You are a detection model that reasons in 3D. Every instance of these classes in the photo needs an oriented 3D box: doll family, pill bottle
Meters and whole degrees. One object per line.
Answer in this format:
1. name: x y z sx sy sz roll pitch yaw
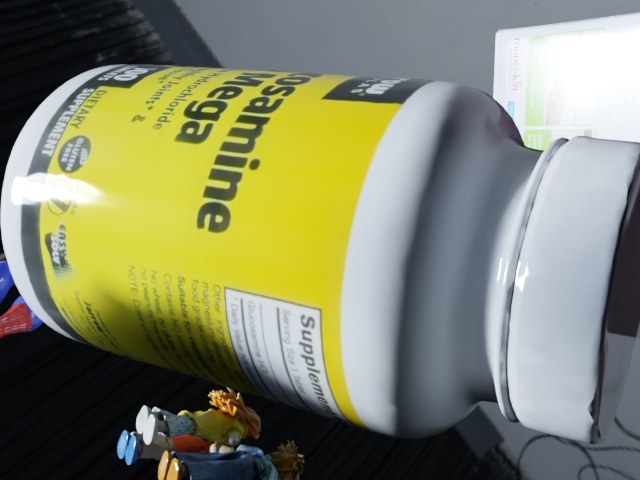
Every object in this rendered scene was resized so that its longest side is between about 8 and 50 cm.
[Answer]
1. doll family: -0.111 0.248 0.859 0.263 0.163 0.118 32 107 53
2. pill bottle: 0.000 0.000 0.425 0.334 0.188 0.187 10 122 28

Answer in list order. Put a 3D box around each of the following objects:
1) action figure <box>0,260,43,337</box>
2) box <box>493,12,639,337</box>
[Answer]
1. action figure: -0.208 -0.011 0.628 0.092 0.280 0.139 17 102 12
2. box: 0.272 -0.057 0.648 0.231 0.127 0.261 8 100 50
